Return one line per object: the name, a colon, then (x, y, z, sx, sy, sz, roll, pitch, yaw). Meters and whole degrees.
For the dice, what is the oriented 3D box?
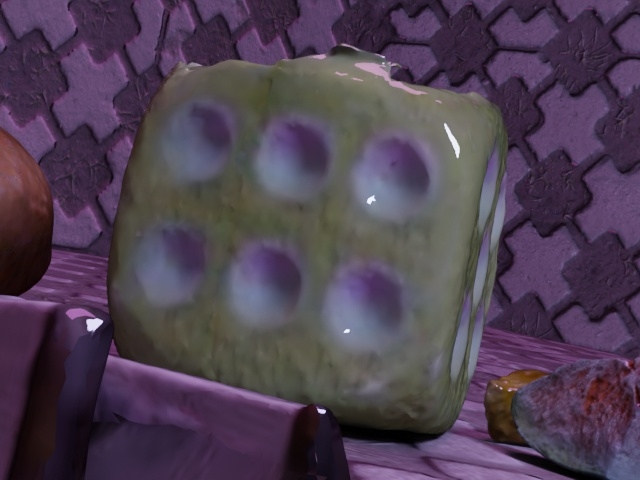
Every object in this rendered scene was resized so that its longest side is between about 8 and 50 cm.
dice: (0.000, 0.000, 0.994, 0.252, 0.254, 0.250, 9, -3, 12)

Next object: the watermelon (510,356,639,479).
watermelon: (0.204, 0.126, 0.905, 0.180, 0.094, 0.081, -7, -7, 33)

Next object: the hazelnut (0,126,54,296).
hazelnut: (-0.328, -0.020, 1.114, 0.214, 0.176, 0.214, -12, -17, -4)

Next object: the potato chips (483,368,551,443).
potato chips: (0.318, 0.159, 1.030, 0.407, 0.057, 0.080, 11, 13, -2)

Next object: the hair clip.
hair clip: (-0.127, 0.061, 0.471, 0.101, 0.085, 0.331, 13, -8, -36)
